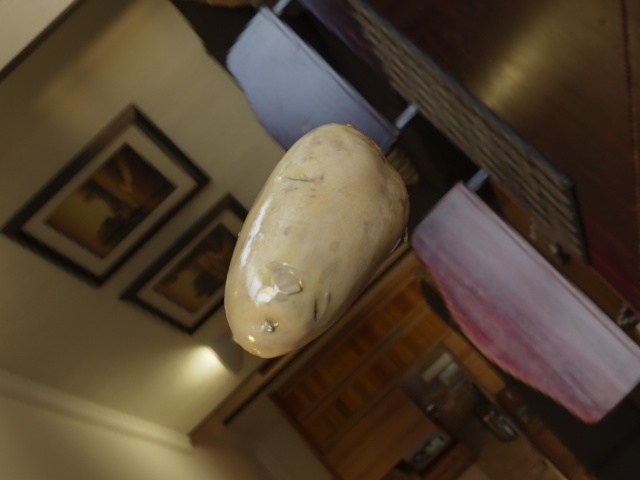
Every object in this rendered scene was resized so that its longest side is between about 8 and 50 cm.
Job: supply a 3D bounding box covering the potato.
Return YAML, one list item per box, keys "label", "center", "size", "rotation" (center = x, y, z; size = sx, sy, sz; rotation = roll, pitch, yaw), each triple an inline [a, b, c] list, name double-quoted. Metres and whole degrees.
- label: "potato"
  center: [0.002, -0.003, 0.791]
  size: [0.128, 0.161, 0.235]
  rotation: [27, -155, 1]
